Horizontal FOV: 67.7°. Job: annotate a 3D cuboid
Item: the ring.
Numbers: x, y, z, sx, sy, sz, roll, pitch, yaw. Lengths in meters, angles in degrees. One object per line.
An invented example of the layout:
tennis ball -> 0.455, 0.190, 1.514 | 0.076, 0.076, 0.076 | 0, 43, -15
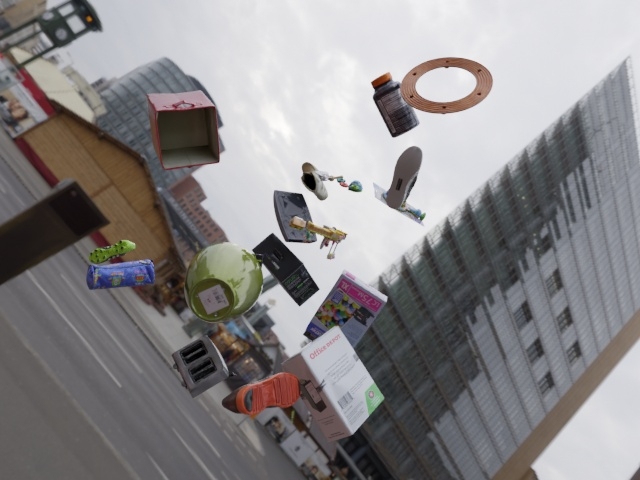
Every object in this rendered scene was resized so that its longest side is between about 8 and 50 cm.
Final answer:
ring -> 0.468, -0.578, 1.786 | 0.336, 0.336, 0.032 | 40, -19, 34

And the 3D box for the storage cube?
storage cube -> -0.441, -0.357, 1.526 | 0.193, 0.184, 0.215 | -129, -145, -48

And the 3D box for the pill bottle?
pill bottle -> 0.294, -0.552, 1.930 | 0.245, 0.130, 0.130 | 61, -18, -11

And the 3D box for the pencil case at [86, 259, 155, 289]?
pencil case -> -0.931, 0.157, 2.241 | 0.119, 0.306, 0.133 | 50, -49, 38

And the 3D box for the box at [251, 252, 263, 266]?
box -> -0.296, 0.098, 1.736 | 0.162, 0.116, 0.029 | 8, -13, -2

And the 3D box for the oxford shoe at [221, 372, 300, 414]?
oxford shoe -> -0.159, 0.428, 1.345 | 0.271, 0.098, 0.096 | 14, 66, -53

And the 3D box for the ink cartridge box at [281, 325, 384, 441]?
ink cartridge box -> 0.042, 0.453, 1.536 | 0.121, 0.211, 0.289 | -38, -98, 40

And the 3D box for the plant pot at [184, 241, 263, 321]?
plant pot -> -0.332, 0.157, 1.560 | 0.274, 0.275, 0.293 | 53, 0, -7

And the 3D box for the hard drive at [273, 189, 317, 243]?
hard drive -> -0.119, -0.100, 2.103 | 0.054, 0.172, 0.254 | -42, -124, 42

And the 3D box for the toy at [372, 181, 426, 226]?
toy -> 0.317, -0.155, 1.863 | 0.237, 0.056, 0.137 | 32, 27, -16

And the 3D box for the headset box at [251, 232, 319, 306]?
headset box -> -0.159, 0.130, 2.171 | 0.246, 0.131, 0.283 | 44, -10, 34

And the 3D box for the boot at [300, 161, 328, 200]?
boot -> -0.048, -0.295, 2.213 | 0.213, 0.077, 0.165 | 64, 13, 18

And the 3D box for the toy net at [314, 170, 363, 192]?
toy net -> 0.076, -0.261, 2.163 | 0.232, 0.122, 0.045 | 16, -61, 13

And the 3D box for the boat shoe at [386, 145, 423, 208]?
boat shoe -> 0.278, -0.209, 1.565 | 0.078, 0.070, 0.219 | 30, -65, 19

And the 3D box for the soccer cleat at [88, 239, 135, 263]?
soccer cleat -> -0.762, 0.046, 1.745 | 0.072, 0.179, 0.060 | 30, 43, -70

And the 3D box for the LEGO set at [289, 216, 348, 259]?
LEGO set -> 0.000, 0.000, 1.704 | 0.132, 0.107, 0.287 | 27, 9, 34

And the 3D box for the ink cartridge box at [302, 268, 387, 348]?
ink cartridge box -> 0.079, 0.280, 1.706 | 0.186, 0.311, 0.065 | 33, 20, 3

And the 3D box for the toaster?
toaster -> -0.441, 0.467, 1.781 | 0.168, 0.186, 0.110 | 55, -17, 25
